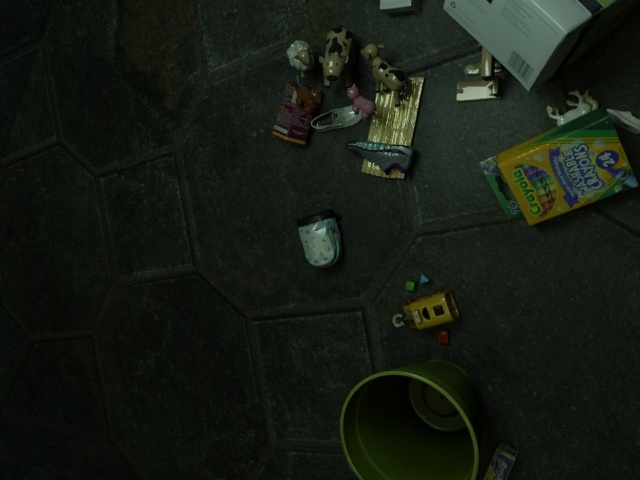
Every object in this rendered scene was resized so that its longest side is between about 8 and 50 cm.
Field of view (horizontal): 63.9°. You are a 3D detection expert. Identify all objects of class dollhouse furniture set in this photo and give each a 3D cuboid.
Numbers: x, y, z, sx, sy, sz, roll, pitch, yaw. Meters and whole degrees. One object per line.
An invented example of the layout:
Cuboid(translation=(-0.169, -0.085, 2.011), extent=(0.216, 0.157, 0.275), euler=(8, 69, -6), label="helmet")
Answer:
Cuboid(translation=(0.421, -0.471, 1.408), extent=(0.123, 0.151, 0.143), euler=(3, 94, 29), label="dollhouse furniture set")

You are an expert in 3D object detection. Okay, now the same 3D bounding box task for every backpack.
Cuboid(translation=(0.000, 0.000, 1.705), extent=(0.152, 0.115, 0.181), euler=(-16, 89, 27), label="backpack")

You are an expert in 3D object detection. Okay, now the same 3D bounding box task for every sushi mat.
Cuboid(translation=(0.223, -0.354, 1.603), extent=(0.152, 0.019, 0.316), euler=(16, 102, 28), label="sushi mat")

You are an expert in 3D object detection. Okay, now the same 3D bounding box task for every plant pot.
Cuboid(translation=(0.298, 0.495, 1.447), extent=(0.367, 0.353, 0.365), euler=(3, 97, 29), label="plant pot")

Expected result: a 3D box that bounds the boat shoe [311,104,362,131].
Cuboid(translation=(0.054, -0.400, 1.667), extent=(0.184, 0.063, 0.066), euler=(-4, 92, 30), label="boat shoe")

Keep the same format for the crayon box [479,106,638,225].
Cuboid(translation=(0.605, -0.173, 1.325), extent=(0.323, 0.083, 0.203), euler=(-24, 112, 29), label="crayon box")

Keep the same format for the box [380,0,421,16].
Cuboid(translation=(0.240, -0.729, 1.520), extent=(0.101, 0.087, 0.101), euler=(7, 98, 29), label="box")

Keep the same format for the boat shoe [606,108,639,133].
Cuboid(translation=(0.772, -0.309, 1.297), extent=(0.100, 0.035, 0.035), euler=(40, 85, 24), label="boat shoe")

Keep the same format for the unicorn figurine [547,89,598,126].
Cuboid(translation=(0.645, -0.317, 1.334), extent=(0.162, 0.060, 0.111), euler=(-41, 59, 23), label="unicorn figurine")

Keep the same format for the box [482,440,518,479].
Cuboid(translation=(0.521, 0.685, 1.511), extent=(0.059, 0.054, 0.168), euler=(23, 104, 25), label="box")

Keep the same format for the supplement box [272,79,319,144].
Cuboid(translation=(-0.081, -0.428, 1.712), extent=(0.104, 0.081, 0.188), euler=(35, 112, 50), label="supplement box")

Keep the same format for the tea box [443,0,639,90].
Cuboid(translation=(0.535, -0.601, 1.215), extent=(0.324, 0.220, 0.329), euler=(-34, 75, -10), label="tea box")

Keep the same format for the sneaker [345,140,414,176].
Cuboid(translation=(0.174, -0.254, 1.583), extent=(0.224, 0.083, 0.098), euler=(13, 105, 29), label="sneaker")

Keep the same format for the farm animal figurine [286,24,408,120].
Cuboid(translation=(0.075, -0.520, 1.528), extent=(0.331, 0.172, 0.326), euler=(-10, 59, 0), label="farm animal figurine")

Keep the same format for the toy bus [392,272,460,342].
Cuboid(translation=(0.315, 0.220, 1.555), extent=(0.191, 0.104, 0.202), euler=(27, 106, 25), label="toy bus")
